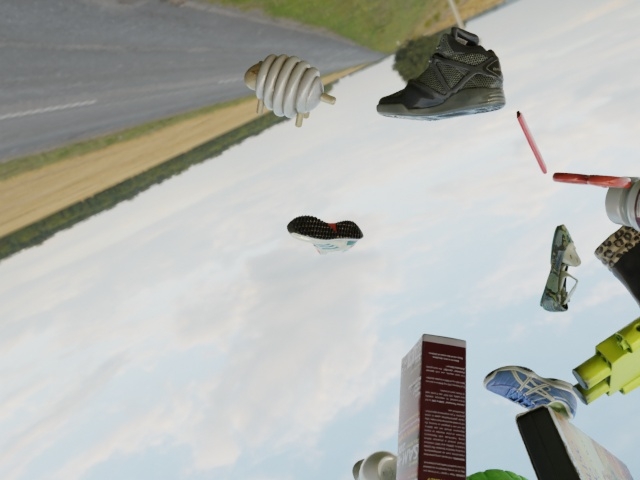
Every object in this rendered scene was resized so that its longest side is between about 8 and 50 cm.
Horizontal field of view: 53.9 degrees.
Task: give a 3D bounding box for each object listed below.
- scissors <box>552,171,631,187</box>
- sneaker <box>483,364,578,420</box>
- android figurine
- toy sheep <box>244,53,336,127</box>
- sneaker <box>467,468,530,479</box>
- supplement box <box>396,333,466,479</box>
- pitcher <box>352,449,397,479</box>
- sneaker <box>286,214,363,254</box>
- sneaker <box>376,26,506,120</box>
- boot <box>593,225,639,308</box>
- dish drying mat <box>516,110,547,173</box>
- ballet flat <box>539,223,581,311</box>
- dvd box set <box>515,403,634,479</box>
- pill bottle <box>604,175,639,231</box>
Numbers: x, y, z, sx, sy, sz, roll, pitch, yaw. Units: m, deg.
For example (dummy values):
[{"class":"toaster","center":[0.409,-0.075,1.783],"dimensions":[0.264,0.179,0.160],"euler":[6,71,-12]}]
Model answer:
[{"class":"scissors","center":[0.480,-0.093,1.042],"dimensions":[0.109,0.021,0.297],"euler":[8,-175,41]},{"class":"sneaker","center":[0.467,0.339,1.393],"dimensions":[0.211,0.080,0.081],"euler":[11,-145,7]},{"class":"android figurine","center":[0.578,0.194,1.128],"dimensions":[0.272,0.248,0.056],"euler":[-31,-129,-2]},{"class":"toy sheep","center":[-0.041,-0.206,0.854],"dimensions":[0.132,0.091,0.091],"euler":[17,-160,5]},{"class":"sneaker","center":[0.361,0.720,1.595],"dimensions":[0.482,0.202,0.185],"euler":[-7,-136,-10]},{"class":"supplement box","center":[0.164,0.276,0.936],"dimensions":[0.073,0.239,0.130],"euler":[9,150,-5]},{"class":"pitcher","center":[0.170,0.676,1.733],"dimensions":[0.125,0.178,0.207],"euler":[-12,157,-21]},{"class":"sneaker","center":[0.000,0.000,1.159],"dimensions":[0.161,0.057,0.075],"euler":[3,139,-37]},{"class":"sneaker","center":[0.189,-0.262,1.018],"dimensions":[0.087,0.130,0.227],"euler":[-3,-179,-44]},{"class":"boot","center":[0.813,0.036,1.336],"dimensions":[0.377,0.138,0.284],"euler":[-35,-127,8]},{"class":"dish drying mat","center":[0.270,-0.126,0.804],"dimensions":[0.008,0.083,0.032],"euler":[-22,-162,26]},{"class":"ballet flat","center":[0.511,0.062,1.315],"dimensions":[0.070,0.188,0.070],"euler":[5,-166,-1]},{"class":"dvd box set","center":[0.469,0.461,0.996],"dimensions":[0.062,0.420,0.308],"euler":[-33,-136,22]},{"class":"pill bottle","center":[0.672,-0.066,1.204],"dimensions":[0.121,0.121,0.221],"euler":[-30,-159,-21]}]
